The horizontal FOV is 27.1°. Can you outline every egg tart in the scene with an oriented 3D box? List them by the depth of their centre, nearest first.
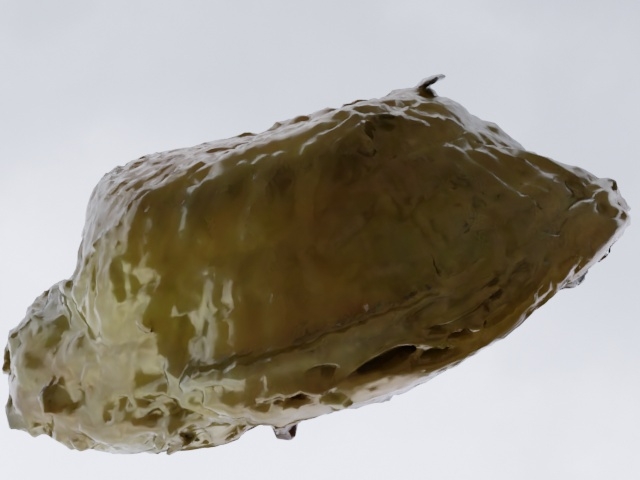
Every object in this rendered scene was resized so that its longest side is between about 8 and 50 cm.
[{"bbox_3d":[0.000,0.000,0.779,0.339,0.351,0.153,-25,-78,-41],"label":"egg tart"}]
